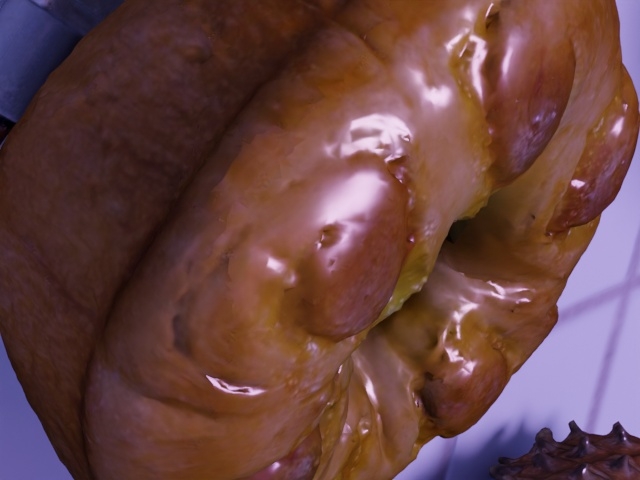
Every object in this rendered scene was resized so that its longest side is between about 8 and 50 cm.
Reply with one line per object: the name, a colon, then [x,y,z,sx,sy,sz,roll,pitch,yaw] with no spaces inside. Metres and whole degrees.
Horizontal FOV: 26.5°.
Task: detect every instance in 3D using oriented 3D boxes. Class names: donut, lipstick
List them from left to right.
lipstick: [-0.078,-0.061,0.381,0.129,0.030,0.030,-57,142,-1]
donut: [0.002,0.000,0.418,0.226,0.114,0.226,-37,150,-26]

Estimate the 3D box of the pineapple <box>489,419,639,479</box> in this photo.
pineapple: [0.098,0.166,0.553,0.165,0.165,0.364,-63,162,7]
